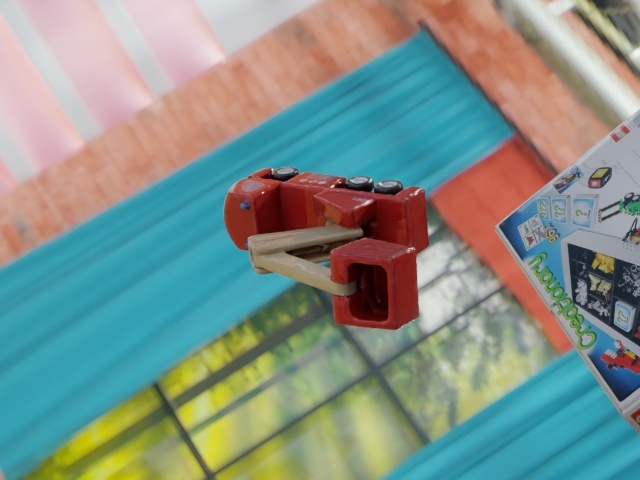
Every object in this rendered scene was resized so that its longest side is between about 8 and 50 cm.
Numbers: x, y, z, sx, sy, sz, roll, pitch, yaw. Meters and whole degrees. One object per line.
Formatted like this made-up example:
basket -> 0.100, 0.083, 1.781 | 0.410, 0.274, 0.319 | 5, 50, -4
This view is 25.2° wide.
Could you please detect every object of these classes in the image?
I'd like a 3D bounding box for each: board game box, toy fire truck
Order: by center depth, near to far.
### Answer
toy fire truck -> 0.000, 0.000, 0.925 | 0.192, 0.135, 0.047 | 9, -66, 34
board game box -> 0.289, 0.016, 1.262 | 0.053, 0.193, 0.305 | 44, 12, -32
